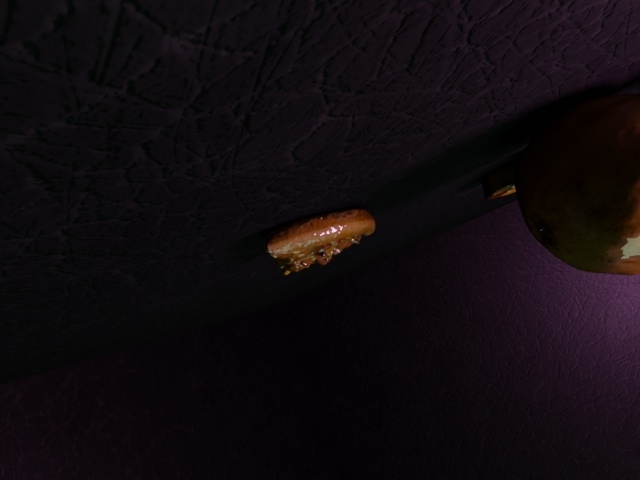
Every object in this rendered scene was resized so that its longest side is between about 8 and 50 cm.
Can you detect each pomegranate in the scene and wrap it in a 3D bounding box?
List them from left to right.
[{"bbox_3d":[0.612,-0.126,1.011,0.409,0.411,0.410,-22,172,-3],"label":"pomegranate"}]

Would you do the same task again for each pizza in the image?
[{"bbox_3d":[0.010,-0.011,1.087,0.257,0.087,0.268,-25,170,-4],"label":"pizza"}]

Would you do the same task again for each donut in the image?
[{"bbox_3d":[0.568,-0.184,1.513,0.183,0.074,0.166,-19,172,-22],"label":"donut"}]
